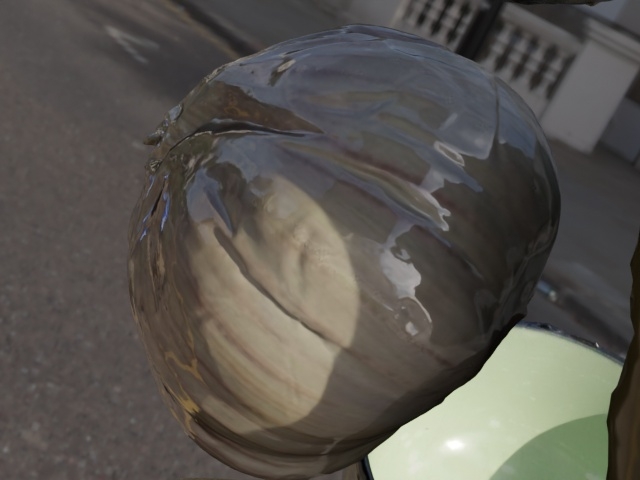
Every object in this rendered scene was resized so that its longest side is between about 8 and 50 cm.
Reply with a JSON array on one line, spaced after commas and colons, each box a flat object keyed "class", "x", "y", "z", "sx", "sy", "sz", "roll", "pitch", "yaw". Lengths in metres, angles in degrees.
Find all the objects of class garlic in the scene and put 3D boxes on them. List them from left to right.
[{"class": "garlic", "x": 0.000, "y": 0.000, "z": 0.769, "sx": 0.259, "sy": 0.317, "sz": 0.317, "roll": 43, "pitch": 15, "yaw": -10}]

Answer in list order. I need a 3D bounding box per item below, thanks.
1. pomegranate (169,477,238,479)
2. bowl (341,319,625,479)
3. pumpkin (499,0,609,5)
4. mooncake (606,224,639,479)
[{"class": "pomegranate", "x": -0.117, "y": 0.346, "z": 1.000, "sx": 0.307, "sy": 0.307, "sz": 0.307, "roll": 25, "pitch": 17, "yaw": -8}, {"class": "bowl", "x": 0.167, "y": 0.248, "z": 0.970, "sx": 0.354, "sy": 0.185, "sz": 0.354, "roll": 13, "pitch": 38, "yaw": -10}, {"class": "pumpkin", "x": 0.070, "y": -0.242, "z": 0.407, "sx": 0.257, "sy": 0.291, "sz": 0.328, "roll": 38, "pitch": 9, "yaw": 34}, {"class": "mooncake", "x": 0.372, "y": 0.069, "z": 0.539, "sx": 0.467, "sy": 0.467, "sz": 0.262, "roll": 34, "pitch": 30, "yaw": 21}]
